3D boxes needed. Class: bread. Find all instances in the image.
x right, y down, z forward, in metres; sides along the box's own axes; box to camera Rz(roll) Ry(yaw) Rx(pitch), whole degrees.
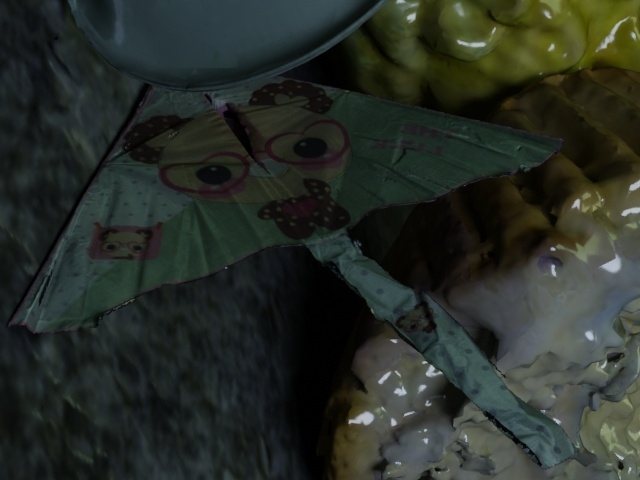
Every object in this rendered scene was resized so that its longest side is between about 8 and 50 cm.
[{"bbox_3d":[0.116,0.051,0.645,0.274,0.274,0.149,49,6,-45],"label":"bread"}]

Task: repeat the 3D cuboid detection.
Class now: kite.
[{"bbox_3d":[0.000,-0.001,0.496,0.250,0.229,0.012,46,-33,39],"label":"kite"}]

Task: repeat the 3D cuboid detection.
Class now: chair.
[{"bbox_3d":[-0.054,-0.215,0.460,0.275,0.203,0.190,55,43,-24],"label":"chair"}]

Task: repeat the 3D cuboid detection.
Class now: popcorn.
[{"bbox_3d":[0.090,-0.168,0.695,0.249,0.225,0.249,61,4,-7],"label":"popcorn"}]
